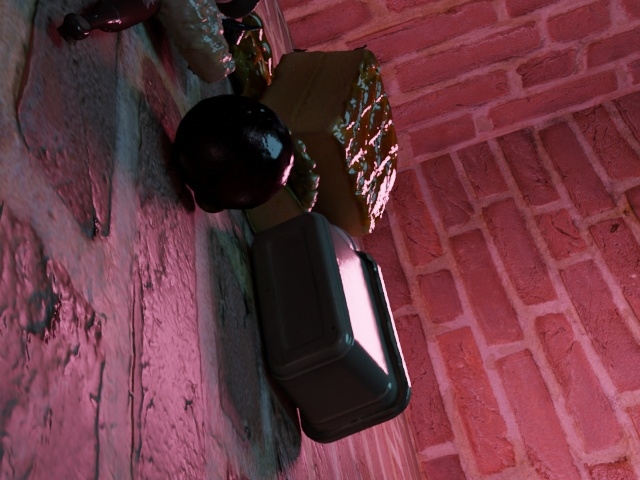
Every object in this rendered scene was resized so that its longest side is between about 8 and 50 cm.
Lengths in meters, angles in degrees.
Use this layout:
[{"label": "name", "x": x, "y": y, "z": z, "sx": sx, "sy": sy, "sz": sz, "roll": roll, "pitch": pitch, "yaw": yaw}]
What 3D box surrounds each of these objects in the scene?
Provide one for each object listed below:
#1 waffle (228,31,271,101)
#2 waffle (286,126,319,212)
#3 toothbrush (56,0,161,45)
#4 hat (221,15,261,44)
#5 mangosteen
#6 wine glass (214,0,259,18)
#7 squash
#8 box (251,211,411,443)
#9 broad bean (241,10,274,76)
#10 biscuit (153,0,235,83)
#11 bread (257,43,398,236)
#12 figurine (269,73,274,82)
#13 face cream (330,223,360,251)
[{"label": "waffle", "x": -0.120, "y": -0.295, "z": 1.807, "sx": 0.325, "sy": 0.068, "sz": 0.302, "roll": 64, "pitch": 10, "yaw": -62}, {"label": "waffle", "x": -0.069, "y": -0.125, "z": 1.432, "sx": 0.183, "sy": 0.036, "sz": 0.169, "roll": 43, "pitch": -33, "yaw": 24}, {"label": "toothbrush", "x": -0.213, "y": -0.239, "z": 0.918, "sx": 0.364, "sy": 0.041, "sz": 0.041, "roll": -92, "pitch": 163, "yaw": -70}, {"label": "hat", "x": -0.173, "y": -0.400, "z": 1.657, "sx": 0.121, "sy": 0.121, "sz": 0.050, "roll": -87, "pitch": -163, "yaw": -74}, {"label": "mangosteen", "x": -0.109, "y": -0.099, "z": 1.060, "sx": 0.152, "sy": 0.152, "sz": 0.152, "roll": -18, "pitch": 90, "yaw": -84}, {"label": "wine glass", "x": -0.181, "y": -0.484, "z": 1.603, "sx": 0.222, "sy": 0.103, "sz": 0.103, "roll": 8, "pitch": 64, "yaw": -78}, {"label": "squash", "x": -0.104, "y": -0.101, "z": 1.392, "sx": 0.075, "sy": 0.090, "sz": 0.200, "roll": -23, "pitch": 81, "yaw": -54}, {"label": "box", "x": 0.000, "y": 0.112, "z": 1.295, "sx": 0.182, "sy": 0.175, "sz": 0.312, "roll": 54, "pitch": 18, "yaw": -46}, {"label": "broad bean", "x": -0.141, "y": -0.441, "z": 2.129, "sx": 0.318, "sy": 0.056, "sz": 0.098, "roll": 73, "pitch": -4, "yaw": -61}, {"label": "biscuit", "x": -0.202, "y": -0.362, "z": 1.188, "sx": 0.179, "sy": 0.084, "sz": 0.281, "roll": 54, "pitch": 17, "yaw": -58}, {"label": "bread", "x": 0.014, "y": -0.181, "z": 1.663, "sx": 0.279, "sy": 0.207, "sz": 0.279, "roll": -69, "pitch": 151, "yaw": -44}, {"label": "figurine", "x": -0.108, "y": -0.357, "z": 2.048, "sx": 0.115, "sy": 0.095, "sz": 0.156, "roll": 38, "pitch": 15, "yaw": -41}, {"label": "face cream", "x": 0.005, "y": 0.045, "z": 1.585, "sx": 0.370, "sy": 0.145, "sz": 0.145, "roll": 57, "pitch": 16, "yaw": -69}]
